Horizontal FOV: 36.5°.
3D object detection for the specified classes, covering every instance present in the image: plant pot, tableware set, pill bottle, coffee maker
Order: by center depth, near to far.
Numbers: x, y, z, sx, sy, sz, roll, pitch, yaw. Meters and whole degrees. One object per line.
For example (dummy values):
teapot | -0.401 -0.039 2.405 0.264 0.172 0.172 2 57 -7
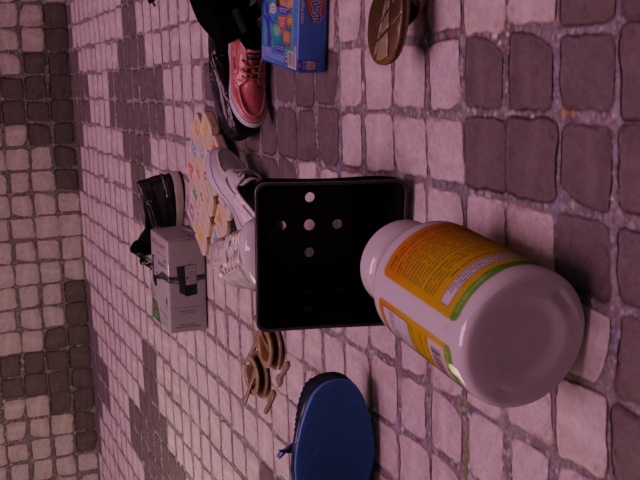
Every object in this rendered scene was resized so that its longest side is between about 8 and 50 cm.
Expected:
pill bottle | 0.137 0.058 0.976 0.246 0.136 0.136 -145 53 -61
plant pot | 0.000 0.000 1.258 0.167 0.188 0.188 -126 35 -73
coffee maker | -0.173 -0.392 1.500 0.178 0.171 0.120 69 -172 -74
tableware set | -0.111 0.216 1.736 0.194 0.039 0.128 114 144 -50

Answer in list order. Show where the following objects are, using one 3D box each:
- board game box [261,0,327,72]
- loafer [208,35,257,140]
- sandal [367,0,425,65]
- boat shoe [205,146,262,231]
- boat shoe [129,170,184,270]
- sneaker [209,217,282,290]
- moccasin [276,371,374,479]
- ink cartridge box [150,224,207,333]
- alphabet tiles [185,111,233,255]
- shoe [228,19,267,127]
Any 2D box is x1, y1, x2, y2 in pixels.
board game box | -0.040 -0.359 1.417 0.160 0.047 0.210 -142 50 -61
loafer | -0.162 -0.283 1.692 0.078 0.076 0.223 -12 88 60
sandal | 0.096 -0.290 1.117 0.072 0.049 0.180 -1 80 62
boat shoe | -0.126 -0.087 1.672 0.226 0.083 0.075 59 137 24
boat shoe | -0.383 0.003 2.244 0.127 0.113 0.340 -125 37 -50
sneaker | -0.117 0.030 1.465 0.290 0.123 0.105 82 -164 -76
moccasin | -0.002 0.342 1.383 0.117 0.138 0.341 -142 51 -66
ink cartridge box | -0.312 0.082 2.126 0.153 0.087 0.208 -156 63 -64
alphabet tiles | -0.224 -0.108 1.916 0.284 0.021 0.278 106 150 -44
shoe | -0.117 -0.281 1.600 0.081 0.064 0.177 127 138 -66
